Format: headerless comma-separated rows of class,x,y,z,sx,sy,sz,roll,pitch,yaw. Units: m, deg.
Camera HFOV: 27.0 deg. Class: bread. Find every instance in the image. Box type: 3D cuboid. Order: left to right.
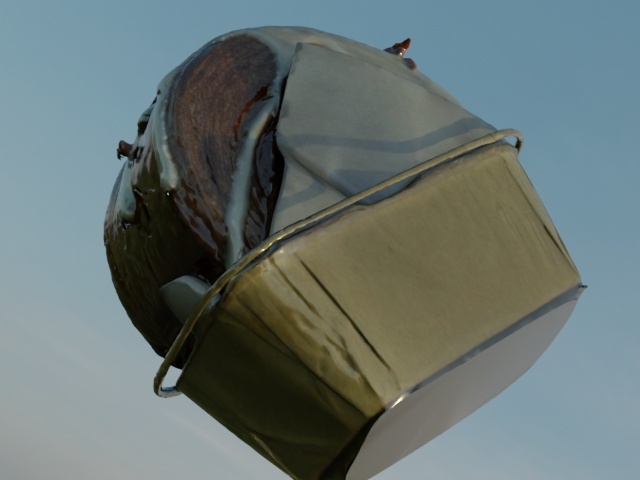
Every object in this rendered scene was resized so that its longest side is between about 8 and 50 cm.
bread,0.000,0.000,0.647,0.212,0.224,0.142,48,-43,18
